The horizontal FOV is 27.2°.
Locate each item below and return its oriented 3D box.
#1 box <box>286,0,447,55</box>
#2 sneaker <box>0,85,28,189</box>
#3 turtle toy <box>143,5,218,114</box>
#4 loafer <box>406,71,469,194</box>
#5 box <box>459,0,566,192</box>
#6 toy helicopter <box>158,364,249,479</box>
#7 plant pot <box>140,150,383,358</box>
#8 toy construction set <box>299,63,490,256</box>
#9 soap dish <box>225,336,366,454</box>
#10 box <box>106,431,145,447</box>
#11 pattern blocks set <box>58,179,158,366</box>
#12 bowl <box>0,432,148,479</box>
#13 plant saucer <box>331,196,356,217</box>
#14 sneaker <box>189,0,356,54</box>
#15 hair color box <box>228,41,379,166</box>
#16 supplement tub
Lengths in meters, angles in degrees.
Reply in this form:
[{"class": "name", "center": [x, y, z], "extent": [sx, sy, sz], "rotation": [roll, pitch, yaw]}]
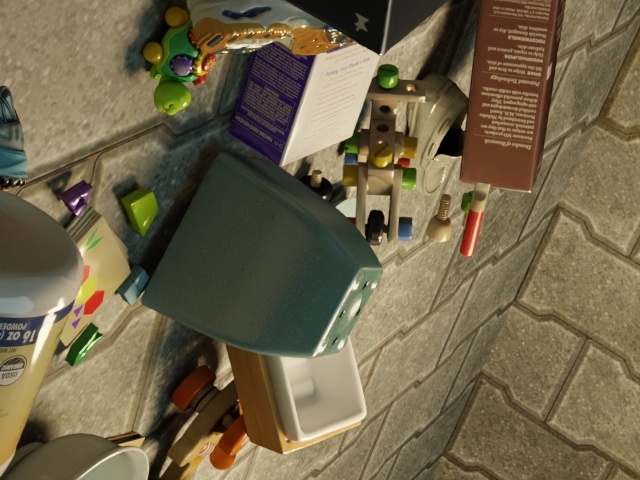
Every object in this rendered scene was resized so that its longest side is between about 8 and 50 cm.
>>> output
[{"class": "box", "center": [0.076, -0.438, 1.472], "extent": [0.395, 0.293, 0.212], "rotation": [-44, 156, -34]}, {"class": "sneaker", "center": [-0.383, -0.119, 1.211], "extent": [0.262, 0.104, 0.125], "rotation": [14, 70, -56]}, {"class": "turtle toy", "center": [-0.163, -0.213, 1.583], "extent": [0.130, 0.066, 0.095], "rotation": [-58, 160, 4]}, {"class": "loafer", "center": [0.221, -0.180, 2.467], "extent": [0.112, 0.111, 0.319], "rotation": [-48, 158, -22]}, {"class": "box", "center": [0.342, -0.297, 2.334], "extent": [0.191, 0.143, 0.381], "rotation": [-54, 153, -64]}, {"class": "toy helicopter", "center": [-0.208, 0.353, 2.301], "extent": [0.355, 0.140, 0.235], "rotation": [-53, 170, 22]}, {"class": "plant pot", "center": [-0.060, 0.046, 1.909], "extent": [0.247, 0.252, 0.248], "rotation": [-61, 165, 7]}, {"class": "toy construction set", "center": [0.130, -0.133, 2.090], "extent": [0.257, 0.308, 0.237], "rotation": [-47, 155, -47]}, {"class": "soap dish", "center": [-0.050, 0.188, 2.165], "extent": [0.118, 0.291, 0.229], "rotation": [-17, 176, 35]}, {"class": "box", "center": [-0.371, 0.400, 2.094], "extent": [0.201, 0.021, 0.164], "rotation": [-61, 160, 11]}, {"class": "pattern blocks set", "center": [-0.310, 0.044, 1.687], "extent": [0.285, 0.026, 0.325], "rotation": [-47, 158, -25]}, {"class": "bowl", "center": [-0.387, 0.378, 1.856], "extent": [0.298, 0.134, 0.298], "rotation": [-48, 158, -26]}, {"class": "plant saucer", "center": [0.000, 0.000, 2.333], "extent": [0.195, 0.037, 0.195], "rotation": [-47, 158, -25]}, {"class": "sneaker", "center": [-0.032, -0.298, 1.589], "extent": [0.112, 0.131, 0.296], "rotation": [-20, 170, 43]}, {"class": "hair color box", "center": [0.006, -0.285, 1.815], "extent": [0.185, 0.110, 0.339], "rotation": [-28, 147, -50]}, {"class": "supplement tub", "center": [-0.389, 0.116, 1.314], "extent": [0.228, 0.228, 0.316], "rotation": [-17, 136, -61]}]
